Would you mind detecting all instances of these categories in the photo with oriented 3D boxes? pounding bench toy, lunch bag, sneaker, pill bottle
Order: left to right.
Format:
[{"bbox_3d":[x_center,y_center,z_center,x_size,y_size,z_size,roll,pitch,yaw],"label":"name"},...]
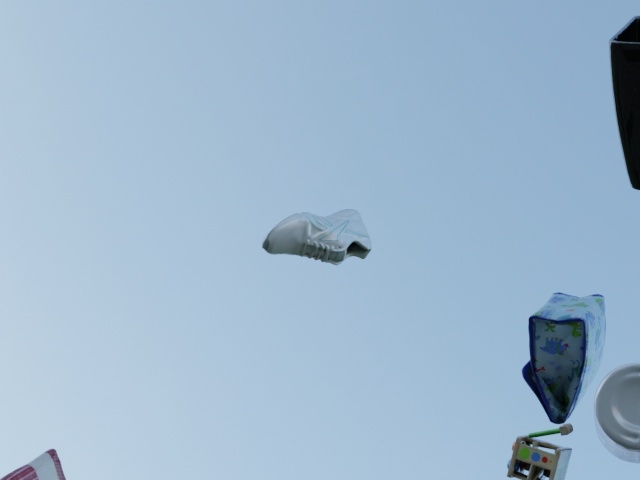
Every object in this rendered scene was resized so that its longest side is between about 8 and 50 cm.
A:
[{"bbox_3d":[0.000,0.000,1.433,0.152,0.061,0.053,-9,-35,-33],"label":"sneaker"},{"bbox_3d":[0.272,0.258,1.447,0.065,0.083,0.052,15,1,29],"label":"pounding bench toy"},{"bbox_3d":[0.334,0.158,1.585,0.096,0.129,0.151,1,-76,27],"label":"lunch bag"},{"bbox_3d":[0.402,0.225,1.483,0.108,0.108,0.193,2,-17,15],"label":"pill bottle"}]

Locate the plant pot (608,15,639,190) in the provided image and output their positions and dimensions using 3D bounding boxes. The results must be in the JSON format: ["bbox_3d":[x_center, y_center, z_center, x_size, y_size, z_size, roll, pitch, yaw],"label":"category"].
[{"bbox_3d":[0.413,-0.142,1.255,0.188,0.187,0.167,7,-69,21],"label":"plant pot"}]

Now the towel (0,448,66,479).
[{"bbox_3d":[-0.338,0.377,1.111,0.037,0.329,0.237,-1,-70,32],"label":"towel"}]
